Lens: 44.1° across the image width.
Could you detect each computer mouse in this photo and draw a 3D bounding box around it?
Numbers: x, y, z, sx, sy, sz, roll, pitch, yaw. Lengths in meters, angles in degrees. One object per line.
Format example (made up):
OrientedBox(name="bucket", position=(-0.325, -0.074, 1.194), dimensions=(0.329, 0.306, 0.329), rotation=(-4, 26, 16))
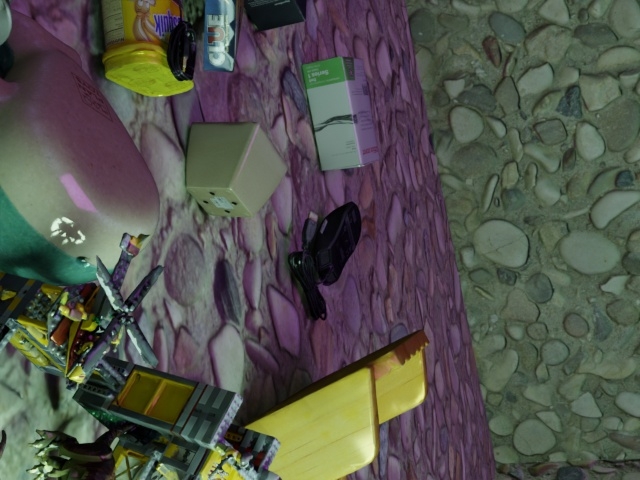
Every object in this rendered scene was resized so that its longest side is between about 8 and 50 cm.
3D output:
OrientedBox(name="computer mouse", position=(-0.157, -0.297, 0.930), dimensions=(0.071, 0.041, 0.242), rotation=(39, 44, -67))
OrientedBox(name="computer mouse", position=(0.000, 0.000, 1.456), dimensions=(0.184, 0.060, 0.262), rotation=(69, 34, -43))

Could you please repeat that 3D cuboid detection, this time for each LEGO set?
OrientedBox(name="LEGO set", position=(-0.170, 0.176, 0.612), dimensions=(0.255, 0.192, 0.331), rotation=(-56, 141, -35))

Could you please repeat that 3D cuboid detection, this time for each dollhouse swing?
OrientedBox(name="dollhouse swing", position=(0.068, 0.350, 1.192), dimensions=(0.305, 0.315, 0.347), rotation=(63, 17, 8))

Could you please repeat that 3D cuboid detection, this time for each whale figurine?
OrientedBox(name="whale figurine", position=(-0.252, -0.080, 0.704), dimensions=(0.216, 0.141, 0.272), rotation=(34, 27, -56))

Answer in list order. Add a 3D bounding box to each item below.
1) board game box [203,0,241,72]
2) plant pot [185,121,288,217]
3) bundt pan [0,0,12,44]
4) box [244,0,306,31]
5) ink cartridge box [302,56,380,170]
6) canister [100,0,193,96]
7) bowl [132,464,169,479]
OrientedBox(name="board game box", position=(-0.128, -0.355, 1.081), dimensions=(0.243, 0.042, 0.165), rotation=(-93, -171, -56))
OrientedBox(name="plant pot", position=(-0.124, -0.091, 1.079), dimensions=(0.109, 0.109, 0.096), rotation=(55, 46, -53))
OrientedBox(name="bundt pan", position=(-0.306, -0.222, 0.459), dimensions=(0.331, 0.124, 0.331), rotation=(8, 81, -57))
OrientedBox(name="box", position=(-0.090, -0.467, 1.322), dimensions=(0.158, 0.093, 0.156), rotation=(50, 37, -55))
OrientedBox(name="ink cartridge box", position=(0.046, -0.260, 1.627), dimensions=(0.160, 0.092, 0.220), rotation=(-29, 110, -69))
OrientedBox(name="canister", position=(-0.210, -0.271, 0.938), dimensions=(0.126, 0.073, 0.170), rotation=(11, 70, -71))
OrientedBox(name="bowl", position=(-0.156, 0.282, 0.860), dimensions=(0.170, 0.080, 0.170), rotation=(-8, 90, -71))
